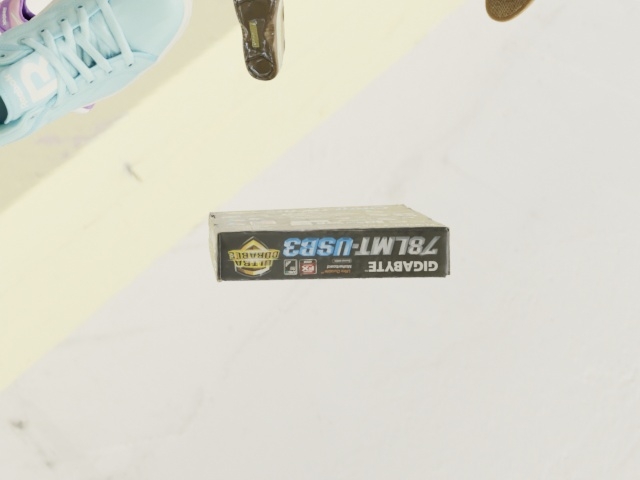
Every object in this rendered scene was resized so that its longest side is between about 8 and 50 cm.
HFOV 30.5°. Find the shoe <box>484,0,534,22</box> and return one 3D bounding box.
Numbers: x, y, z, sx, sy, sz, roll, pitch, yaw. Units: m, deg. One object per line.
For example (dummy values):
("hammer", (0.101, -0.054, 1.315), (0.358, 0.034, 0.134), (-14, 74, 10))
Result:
("shoe", (0.309, -0.409, 1.679), (0.076, 0.058, 0.219), (34, -75, 14))

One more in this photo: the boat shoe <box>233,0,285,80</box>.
("boat shoe", (-0.076, -0.313, 1.576), (0.068, 0.190, 0.072), (13, -142, 14))

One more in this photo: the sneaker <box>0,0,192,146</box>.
("sneaker", (-0.302, -0.181, 1.295), (0.366, 0.135, 0.150), (-29, -154, 3))

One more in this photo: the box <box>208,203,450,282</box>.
("box", (0.000, 0.000, 1.577), (0.296, 0.293, 0.073), (-2, -84, -8))

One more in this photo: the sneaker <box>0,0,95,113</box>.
("sneaker", (-0.447, -0.309, 1.911), (0.104, 0.236, 0.095), (-43, -162, 8))
